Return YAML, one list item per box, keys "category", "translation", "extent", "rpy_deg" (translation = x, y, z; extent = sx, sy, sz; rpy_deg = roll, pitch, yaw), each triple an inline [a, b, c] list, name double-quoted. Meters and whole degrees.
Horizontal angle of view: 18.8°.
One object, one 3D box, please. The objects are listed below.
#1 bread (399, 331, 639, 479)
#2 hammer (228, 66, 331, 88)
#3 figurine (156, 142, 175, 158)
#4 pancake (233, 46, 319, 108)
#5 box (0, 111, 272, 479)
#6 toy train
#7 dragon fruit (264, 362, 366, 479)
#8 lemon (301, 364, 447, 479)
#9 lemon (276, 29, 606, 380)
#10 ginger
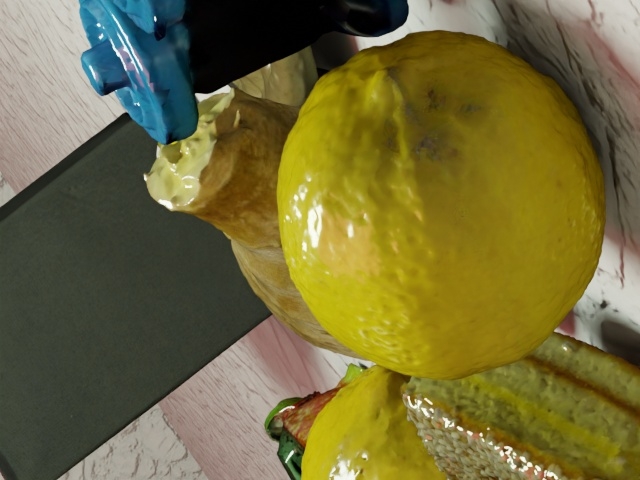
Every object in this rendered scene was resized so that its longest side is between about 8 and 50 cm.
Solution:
- category: "bread"
  translation: [0.173, 0.165, 1.201]
  extent: [0.184, 0.110, 0.234]
  rpy_deg: [27, 153, 43]
- category: "hammer"
  translation: [-0.022, -0.119, 1.397]
  extent: [0.125, 0.027, 0.297]
  rpy_deg: [61, 166, -22]
- category: "figurine"
  translation: [-0.084, -0.056, 1.679]
  extent: [0.129, 0.109, 0.178]
  rpy_deg: [32, 172, -5]
- category: "pancake"
  translation: [-0.075, -0.177, 1.336]
  extent: [0.236, 0.042, 0.222]
  rpy_deg: [58, 165, 19]
- category: "box"
  translation: [-0.249, 0.059, 2.015]
  extent: [0.251, 0.345, 0.204]
  rpy_deg: [55, 174, -10]
- category: "toy train"
  translation: [-0.080, -0.212, 1.015]
  extent: [0.265, 0.188, 0.300]
  rpy_deg: [58, 169, 16]
- category: "dragon fruit"
  translation: [0.059, 0.249, 1.903]
  extent: [0.268, 0.130, 0.295]
  rpy_deg: [49, 168, 42]
- category: "lemon"
  translation: [0.091, 0.198, 1.458]
  extent: [0.260, 0.204, 0.204]
  rpy_deg: [61, 166, -25]
- category: "lemon"
  translation: [0.064, -0.019, 1.022]
  extent: [0.180, 0.180, 0.193]
  rpy_deg: [41, 139, 46]
- category: "ginger"
  translation: [0.017, 0.018, 1.246]
  extent: [0.236, 0.166, 0.375]
  rpy_deg: [47, -168, 7]
